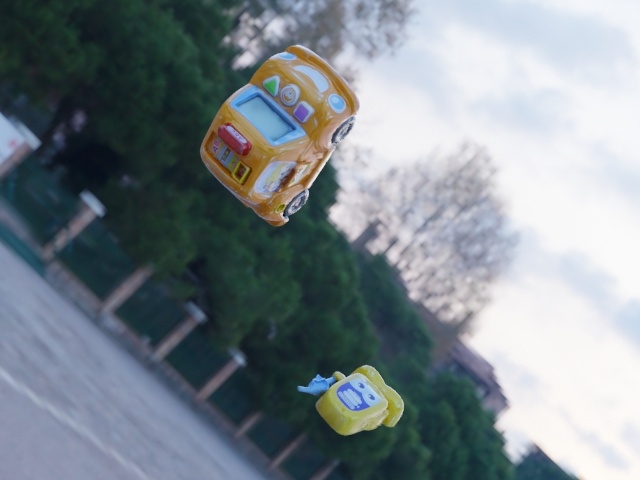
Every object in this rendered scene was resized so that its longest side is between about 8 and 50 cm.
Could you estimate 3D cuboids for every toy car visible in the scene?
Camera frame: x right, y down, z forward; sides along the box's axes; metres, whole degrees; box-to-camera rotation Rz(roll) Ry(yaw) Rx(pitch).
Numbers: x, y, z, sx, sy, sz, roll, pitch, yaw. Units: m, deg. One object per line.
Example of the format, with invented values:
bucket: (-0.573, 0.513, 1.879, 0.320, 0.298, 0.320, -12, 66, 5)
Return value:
toy car: (0.000, 0.000, 0.432, 0.040, 0.060, 0.122, -13, 71, -55)
